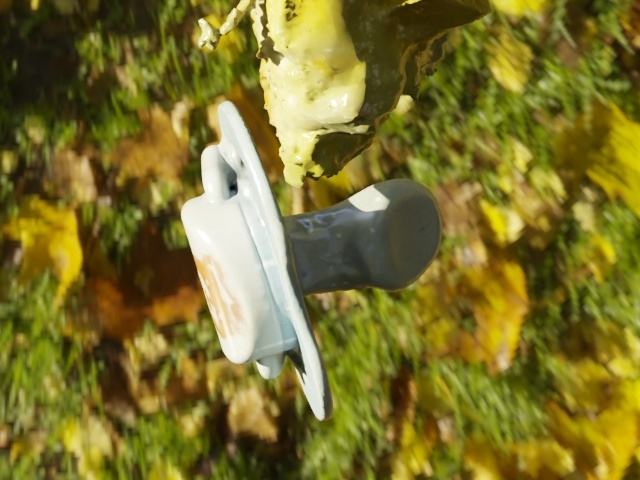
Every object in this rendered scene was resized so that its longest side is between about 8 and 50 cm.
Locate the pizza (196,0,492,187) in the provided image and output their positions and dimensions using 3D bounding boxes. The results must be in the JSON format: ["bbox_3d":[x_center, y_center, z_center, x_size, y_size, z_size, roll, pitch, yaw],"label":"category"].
[{"bbox_3d":[0.048,-0.153,0.998,0.280,0.075,0.288,3,114,-30],"label":"pizza"}]

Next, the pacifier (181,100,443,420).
[{"bbox_3d":[0.000,0.000,1.604,0.207,0.227,0.279,-17,116,-3],"label":"pacifier"}]
